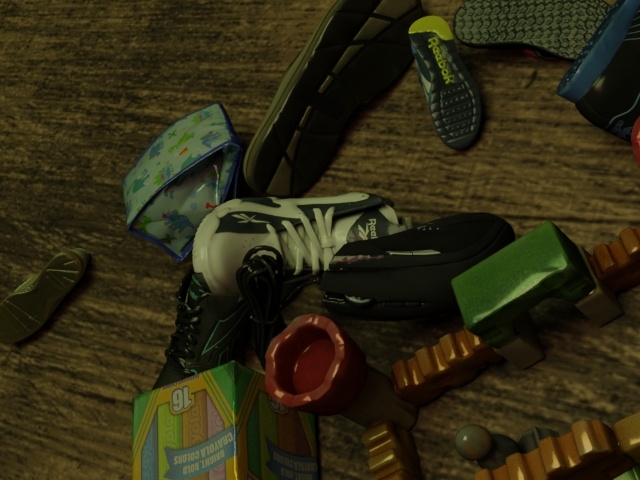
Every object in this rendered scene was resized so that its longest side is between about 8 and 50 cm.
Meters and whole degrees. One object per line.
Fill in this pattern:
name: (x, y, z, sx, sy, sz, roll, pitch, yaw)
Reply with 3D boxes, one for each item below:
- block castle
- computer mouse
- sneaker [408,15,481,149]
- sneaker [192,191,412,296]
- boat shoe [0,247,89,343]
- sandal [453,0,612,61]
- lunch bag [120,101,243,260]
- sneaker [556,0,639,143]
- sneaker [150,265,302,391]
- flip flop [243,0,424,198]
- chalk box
block castle: (0.180, 0.112, 1.019, 0.453, 0.213, 0.303, -32, 50, 20)
computer mouse: (0.056, 0.067, 1.203, 0.262, 0.184, 0.060, -9, 49, -9)
sneaker: (0.130, -0.157, 1.330, 0.053, 0.059, 0.144, -14, 73, 2)
sneaker: (0.000, 0.000, 1.227, 0.153, 0.235, 0.094, -5, 88, 36)
boat shoe: (-0.342, 0.068, 1.585, 0.056, 0.048, 0.153, 43, 103, -1)
sandal: (0.220, -0.210, 1.284, 0.179, 0.040, 0.067, 11, 83, 30)
lunch bag: (-0.146, -0.074, 1.454, 0.151, 0.096, 0.129, -52, 27, 14)
sneaker: (0.307, -0.187, 1.189, 0.232, 0.090, 0.081, -53, 2, -22)
sneaker: (-0.121, 0.086, 1.353, 0.101, 0.106, 0.267, 27, 86, 43)
flip flop: (0.005, -0.170, 1.410, 0.277, 0.112, 0.080, -56, 31, 6)
chalk box: (-0.087, 0.243, 1.213, 0.132, 0.132, 0.213, -22, 57, 28)
